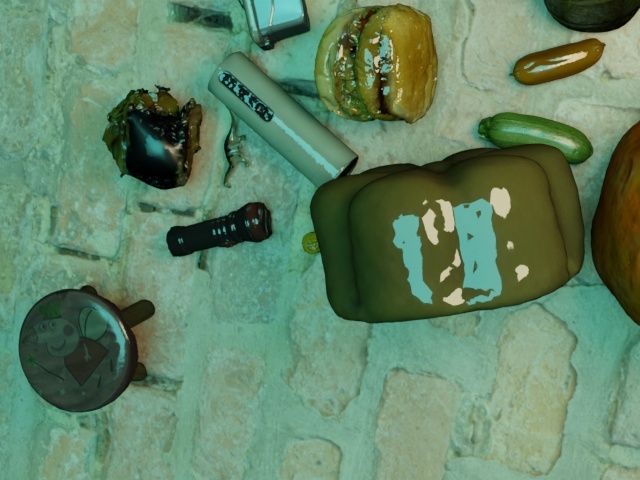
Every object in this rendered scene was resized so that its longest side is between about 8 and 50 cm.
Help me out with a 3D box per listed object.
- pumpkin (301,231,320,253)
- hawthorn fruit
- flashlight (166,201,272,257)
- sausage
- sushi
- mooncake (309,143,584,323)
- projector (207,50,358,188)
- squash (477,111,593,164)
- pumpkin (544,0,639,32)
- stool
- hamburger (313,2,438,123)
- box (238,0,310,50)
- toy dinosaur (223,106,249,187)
[{"bbox_3d":[0.001,0.001,1.736,0.083,0.028,0.050,-7,94,25],"label":"pumpkin"},{"bbox_3d":[0.671,-0.028,1.343,0.471,0.472,0.472,2,98,15],"label":"hawthorn fruit"},{"bbox_3d":[-0.219,-0.016,1.763,0.232,0.093,0.093,-16,93,19],"label":"flashlight"},{"bbox_3d":[0.447,-0.334,1.558,0.183,0.054,0.062,-12,122,14],"label":"sausage"},{"bbox_3d":[-0.358,-0.217,1.731,0.204,0.213,0.200,12,77,0],"label":"sushi"},{"bbox_3d":[0.222,-0.018,1.452,0.467,0.467,0.262,-8,96,16],"label":"mooncake"},{"bbox_3d":[-0.076,-0.240,1.685,0.337,0.108,0.108,42,106,6],"label":"projector"},{"bbox_3d":[0.410,-0.198,1.576,0.219,0.068,0.077,14,134,14],"label":"squash"},{"bbox_3d":[0.492,-0.532,1.433,0.242,0.232,0.325,-11,98,14],"label":"pumpkin"},{"bbox_3d":[-0.504,0.226,1.824,0.272,0.178,0.272,2,97,15],"label":"stool"},{"bbox_3d":[0.111,-0.335,1.568,0.163,0.244,0.244,6,99,36],"label":"hamburger"},{"bbox_3d":[-0.103,-0.499,1.635,0.130,0.162,0.227,-11,94,6],"label":"box"},{"bbox_3d":[-0.179,-0.198,1.755,0.058,0.037,0.180,5,99,10],"label":"toy dinosaur"}]
